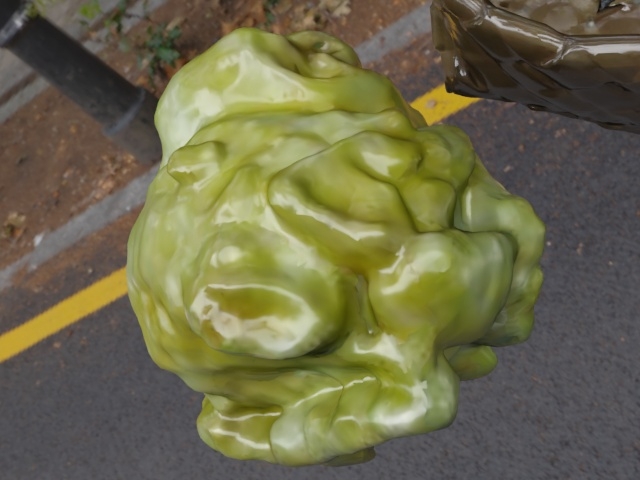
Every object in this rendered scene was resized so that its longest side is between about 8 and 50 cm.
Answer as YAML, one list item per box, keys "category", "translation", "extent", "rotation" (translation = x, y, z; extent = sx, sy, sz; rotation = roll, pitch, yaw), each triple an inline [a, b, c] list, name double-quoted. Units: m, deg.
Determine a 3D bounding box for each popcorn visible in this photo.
- category: "popcorn"
  translation: [0.010, 0.016, 0.587]
  extent: [0.312, 0.312, 0.312]
  rotation: [-26, 46, 29]

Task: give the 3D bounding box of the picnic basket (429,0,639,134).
- category: "picnic basket"
  translation: [0.192, -0.253, 0.455]
  extent: [0.293, 0.337, 0.337]
  rotation: [16, 71, 24]
